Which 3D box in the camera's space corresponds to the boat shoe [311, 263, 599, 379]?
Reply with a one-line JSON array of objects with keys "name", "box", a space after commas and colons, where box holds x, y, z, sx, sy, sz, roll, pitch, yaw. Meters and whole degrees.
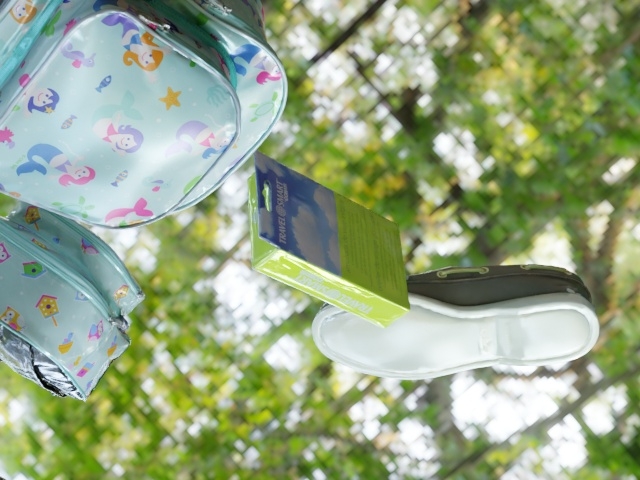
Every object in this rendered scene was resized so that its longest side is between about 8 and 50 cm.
[{"name": "boat shoe", "box": [0.144, 0.081, 1.759, 0.091, 0.305, 0.109, -88, -5, -57]}]

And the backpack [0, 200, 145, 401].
[{"name": "backpack", "box": [-0.250, 0.044, 1.425, 0.166, 0.144, 0.188, 34, 174, 15]}]

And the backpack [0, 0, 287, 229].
[{"name": "backpack", "box": [-0.153, -0.125, 1.241, 0.253, 0.225, 0.191, 23, -148, -41]}]

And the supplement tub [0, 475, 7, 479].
[{"name": "supplement tub", "box": [-0.412, 0.373, 2.041, 0.190, 0.117, 0.117, 43, -169, 35]}]

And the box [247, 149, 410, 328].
[{"name": "box", "box": [0.000, 0.000, 1.462, 0.178, 0.042, 0.109, 26, -139, -33]}]
